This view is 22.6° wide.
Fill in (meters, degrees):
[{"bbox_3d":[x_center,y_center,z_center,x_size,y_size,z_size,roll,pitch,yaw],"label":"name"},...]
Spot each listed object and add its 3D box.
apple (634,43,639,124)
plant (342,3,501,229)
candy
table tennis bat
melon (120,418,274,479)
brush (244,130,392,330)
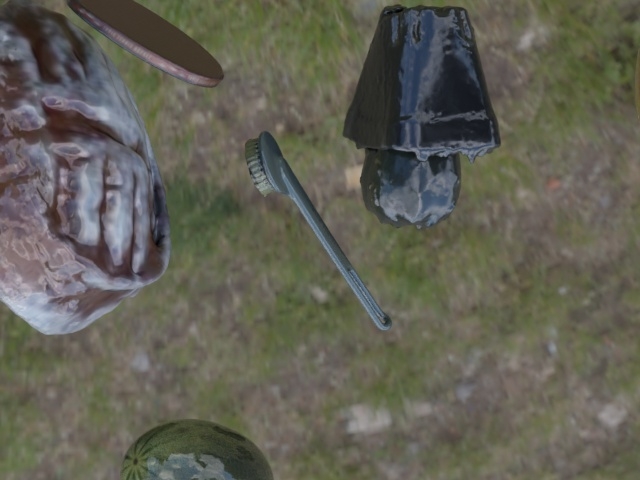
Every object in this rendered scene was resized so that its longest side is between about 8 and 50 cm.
[{"bbox_3d":[0.453,-0.177,1.570,0.301,0.301,0.302,-4,123,-6],"label":"apple"},{"bbox_3d":[0.115,-0.140,1.814,0.141,0.164,0.256,1,102,-26],"label":"plant"},{"bbox_3d":[-0.233,-0.069,1.388,0.157,0.290,0.214,-29,160,28],"label":"candy"},{"bbox_3d":[-0.175,-0.190,1.316,0.220,0.130,0.019,33,105,-1],"label":"table tennis bat"},{"bbox_3d":[-0.092,0.184,1.206,0.130,0.098,0.098,19,120,-43],"label":"melon"},{"bbox_3d":[0.000,0.000,1.532,0.027,0.062,0.266,-21,127,18],"label":"brush"}]
